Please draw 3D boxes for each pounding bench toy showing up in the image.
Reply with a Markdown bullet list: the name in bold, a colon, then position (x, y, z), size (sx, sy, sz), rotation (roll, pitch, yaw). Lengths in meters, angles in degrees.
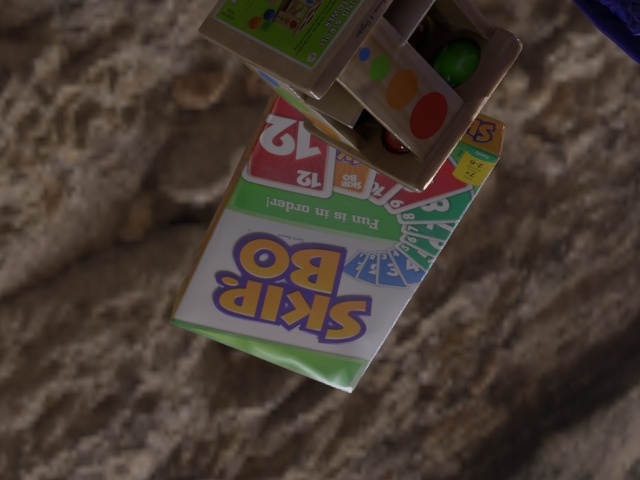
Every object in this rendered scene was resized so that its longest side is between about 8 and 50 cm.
- **pounding bench toy**: position (0.023, -0.067, 0.526), size (0.052, 0.065, 0.083), rotation (31, -95, 44)

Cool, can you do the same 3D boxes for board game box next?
- **board game box**: position (0.000, 0.000, 1.098), size (0.124, 0.259, 0.039), rotation (22, -130, -6)

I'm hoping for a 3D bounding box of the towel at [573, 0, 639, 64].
- **towel**: position (0.205, -0.099, 0.388), size (0.308, 0.076, 0.228), rotation (-30, -121, -17)
